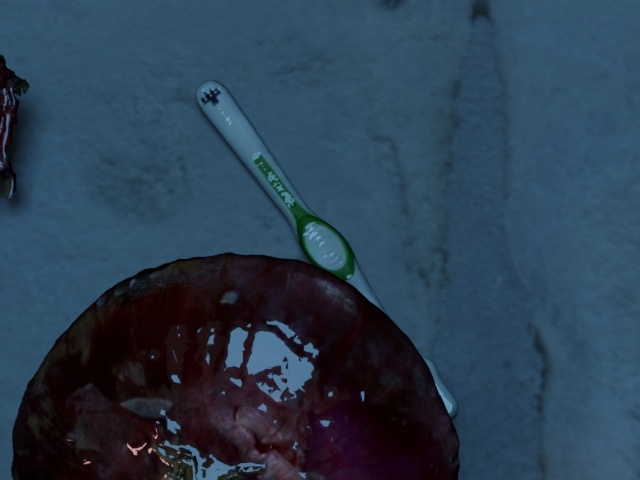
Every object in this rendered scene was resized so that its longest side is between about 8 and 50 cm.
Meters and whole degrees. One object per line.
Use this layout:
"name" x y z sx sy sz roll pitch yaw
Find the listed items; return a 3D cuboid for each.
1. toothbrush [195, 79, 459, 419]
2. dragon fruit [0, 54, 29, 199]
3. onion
"toothbrush" 0.000 -0.001 0.774 0.030 0.030 0.304 -32 70 -12
"dragon fruit" -0.287 -0.079 0.789 0.147 0.096 0.102 8 75 -29
"onion" -0.047 0.126 0.633 0.246 0.190 0.246 1 94 12
